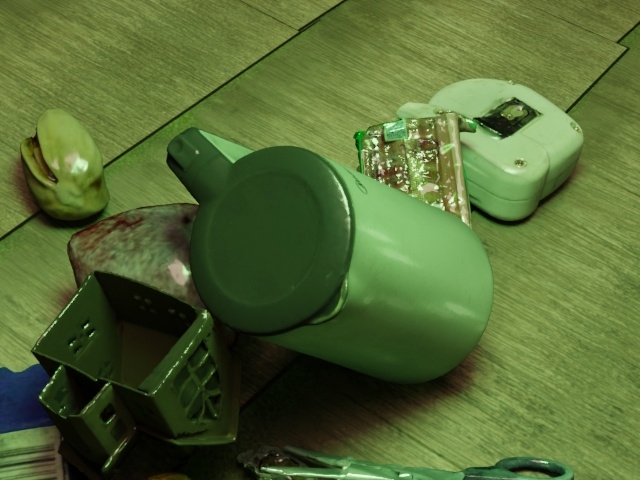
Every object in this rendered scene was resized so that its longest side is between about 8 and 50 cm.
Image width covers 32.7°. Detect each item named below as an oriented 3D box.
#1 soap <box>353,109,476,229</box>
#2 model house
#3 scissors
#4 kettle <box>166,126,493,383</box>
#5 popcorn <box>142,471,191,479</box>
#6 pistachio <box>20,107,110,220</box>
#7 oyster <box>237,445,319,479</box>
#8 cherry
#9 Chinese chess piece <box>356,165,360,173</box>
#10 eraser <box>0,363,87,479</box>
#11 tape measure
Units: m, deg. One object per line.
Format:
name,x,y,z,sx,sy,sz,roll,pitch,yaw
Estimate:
soap,0.138,-0.054,1.631,0.218,0.098,0.273,-6,64,4
model house,-0.211,0.201,1.299,0.211,0.243,0.204,16,55,32
scissors,0.122,0.293,1.323,0.384,0.029,0.256,8,11,7
kettle,0.000,0.000,1.382,0.361,0.250,0.377,50,15,30
popcorn,-0.191,0.328,1.267,0.116,0.120,0.106,-12,81,-9
pistachio,-0.394,-0.118,1.683,0.129,0.131,0.206,-44,46,12
oyster,-0.050,0.295,1.377,0.098,0.037,0.100,3,20,-31
cherry,-0.203,0.053,1.473,0.300,0.203,0.230,17,50,11
Chinese chess piece,0.096,-0.096,1.776,0.084,0.034,0.084,4,46,-4
eraser,-0.351,0.301,1.281,0.155,0.101,0.332,-7,45,-13
tape measure,0.280,-0.165,1.804,0.258,0.130,0.265,33,50,27
